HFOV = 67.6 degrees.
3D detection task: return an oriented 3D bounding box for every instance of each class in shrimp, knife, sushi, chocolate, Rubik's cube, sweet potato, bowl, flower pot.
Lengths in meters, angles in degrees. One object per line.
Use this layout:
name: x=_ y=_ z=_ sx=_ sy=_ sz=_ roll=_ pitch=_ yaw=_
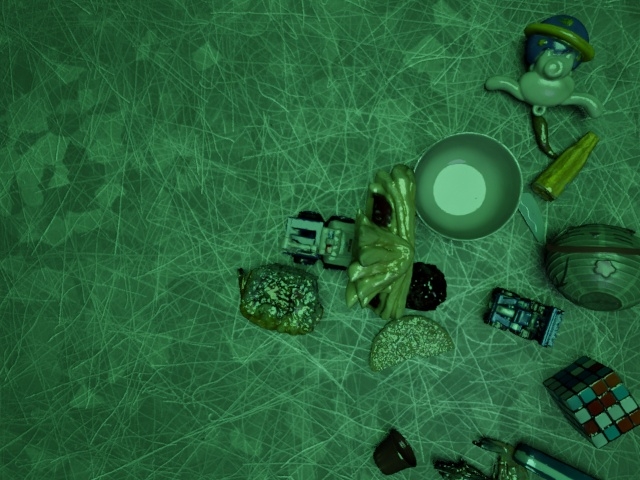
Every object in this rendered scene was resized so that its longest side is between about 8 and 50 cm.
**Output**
shrimp: x=0.465 y=0.643 z=1.346 sx=0.289 sy=0.075 sz=0.178 roll=25 pitch=84 yaw=4
knife: x=0.571 y=-0.114 z=1.358 sx=0.063 sy=0.034 sz=0.260 roll=-37 pitch=93 yaw=1
sushi: x=-0.122 y=0.157 z=1.347 sx=0.273 sy=0.139 sz=0.185 roll=17 pitch=89 yaw=-2
chocolate: x=0.289 y=0.131 z=1.325 sx=0.155 sy=0.133 sz=0.156 roll=0 pitch=88 yaw=3
Rubik's cube: x=0.728 y=0.429 z=1.283 sx=0.151 sy=0.154 sz=0.155 roll=-35 pitch=87 yaw=4
sweet potato: x=0.627 y=-0.298 z=1.346 sx=0.041 sy=0.038 sz=0.153 roll=-22 pitch=91 yaw=0
bowl: x=0.386 y=-0.141 z=1.306 sx=0.286 sy=0.144 sz=0.288 roll=0 pitch=91 yaw=7
flower pot: x=0.202 y=0.610 z=1.350 sx=0.089 sy=0.111 sz=0.111 roll=-41 pitch=87 yaw=14
chocolate: x=0.685 y=-0.211 z=1.324 sx=0.085 sy=0.085 sz=0.219 roll=41 pitch=91 yaw=3

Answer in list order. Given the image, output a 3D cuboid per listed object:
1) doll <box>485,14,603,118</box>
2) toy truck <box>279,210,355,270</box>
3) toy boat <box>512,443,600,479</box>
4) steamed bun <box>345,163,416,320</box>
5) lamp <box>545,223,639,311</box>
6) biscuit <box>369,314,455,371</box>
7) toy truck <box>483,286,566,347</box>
doll: x=0.647 y=-0.459 z=1.276 sx=0.310 sy=0.159 sz=0.243 roll=33 pitch=90 yaw=8
toy truck: x=0.000 y=0.000 z=1.322 sx=0.212 sy=0.177 sz=0.161 roll=9 pitch=89 yaw=4
toy boat: x=0.681 y=0.651 z=1.318 sx=0.299 sy=0.096 sz=0.062 roll=27 pitch=80 yaw=-3
steamed bun: x=0.147 y=0.034 z=1.226 sx=0.189 sy=0.247 sz=0.429 roll=0 pitch=112 yaw=-11
lamp: x=0.727 y=0.064 z=1.252 sx=0.264 sy=0.233 sz=0.234 roll=4 pitch=90 yaw=18
biscuit: x=0.249 y=0.286 z=1.377 sx=0.249 sy=0.032 sz=0.134 roll=-17 pitch=88 yaw=5
toy truck: x=0.568 y=0.213 z=1.307 sx=0.207 sy=0.126 sz=0.113 roll=19 pitch=91 yaw=3
